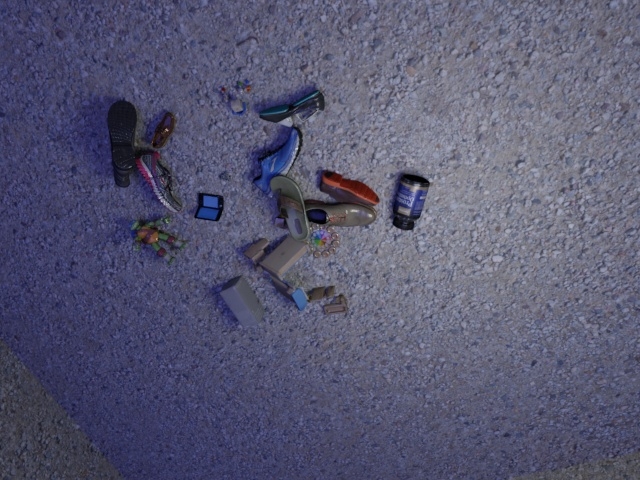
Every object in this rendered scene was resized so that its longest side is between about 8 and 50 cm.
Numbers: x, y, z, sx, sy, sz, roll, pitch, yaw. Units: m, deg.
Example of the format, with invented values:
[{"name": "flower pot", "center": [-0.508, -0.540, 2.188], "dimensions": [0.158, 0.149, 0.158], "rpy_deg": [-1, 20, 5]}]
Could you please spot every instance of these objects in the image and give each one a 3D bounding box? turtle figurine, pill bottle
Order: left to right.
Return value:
[{"name": "turtle figurine", "center": [-0.777, -0.014, 1.989], "dimensions": [0.266, 0.197, 0.275], "rpy_deg": [38, 131, -18]}, {"name": "pill bottle", "center": [0.377, -0.159, 1.793], "dimensions": [0.123, 0.122, 0.219], "rpy_deg": [12, 114, 4]}]

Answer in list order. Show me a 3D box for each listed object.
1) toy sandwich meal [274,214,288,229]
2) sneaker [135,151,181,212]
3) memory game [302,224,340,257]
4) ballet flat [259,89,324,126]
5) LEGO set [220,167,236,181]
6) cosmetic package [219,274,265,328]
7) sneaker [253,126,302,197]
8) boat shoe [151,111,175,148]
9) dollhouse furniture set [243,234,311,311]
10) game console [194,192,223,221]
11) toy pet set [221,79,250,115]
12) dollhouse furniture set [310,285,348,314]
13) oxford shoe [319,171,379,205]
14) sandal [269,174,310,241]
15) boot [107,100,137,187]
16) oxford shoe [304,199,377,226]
[{"name": "toy sandwich meal", "center": [-0.174, -0.085, 1.963], "dimensions": [0.086, 0.029, 0.085], "rpy_deg": [3, 113, 8]}, {"name": "sneaker", "center": [-0.722, -0.260, 1.934], "dimensions": [0.112, 0.121, 0.299], "rpy_deg": [-31, 116, -11]}, {"name": "memory game", "center": [0.000, 0.000, 1.982], "dimensions": [0.187, 0.012, 0.186], "rpy_deg": [3, 113, 8]}, {"name": "ballet flat", "center": [-0.112, -0.523, 1.735], "dimensions": [0.281, 0.095, 0.096], "rpy_deg": [-15, 122, 15]}, {"name": "LEGO set", "center": [-0.423, -0.295, 1.916], "dimensions": [0.054, 0.023, 0.083], "rpy_deg": [40, 113, -9]}, {"name": "cosmetic package", "center": [-0.388, 0.308, 2.115], "dimensions": [0.107, 0.127, 0.237], "rpy_deg": [-21, 110, 17]}, {"name": "sneaker", "center": [-0.189, -0.344, 1.802], "dimensions": [0.147, 0.129, 0.329], "rpy_deg": [31, 114, -7]}, {"name": "boat shoe", "center": [-0.693, -0.480, 1.860], "dimensions": [0.064, 0.060, 0.178], "rpy_deg": [33, 114, -6]}, {"name": "dollhouse furniture set", "center": [-0.160, 0.144, 2.036], "dimensions": [0.287, 0.198, 0.303], "rpy_deg": [26, 151, 39]}, {"name": "game console", "center": [-0.520, -0.156, 1.965], "dimensions": [0.122, 0.071, 0.107], "rpy_deg": [9, 114, 5]}, {"name": "toy pet set", "center": [-0.339, -0.591, 1.770], "dimensions": [0.122, 0.065, 0.114], "rpy_deg": [-12, 76, 11]}, {"name": "dollhouse furniture set", "center": [0.046, 0.315, 2.048], "dimensions": [0.144, 0.123, 0.151], "rpy_deg": [-10, 111, 13]}, {"name": "oxford shoe", "center": [0.125, -0.206, 1.841], "dimensions": [0.272, 0.096, 0.098], "rpy_deg": [26, 130, 5]}, {"name": "sandal", "center": [-0.123, -0.134, 1.779], "dimensions": [0.120, 0.086, 0.302], "rpy_deg": [-19, 100, 21]}, {"name": "boot", "center": [-0.885, -0.423, 1.868], "dimensions": [0.118, 0.337, 0.223], "rpy_deg": [5, 163, -27]}, {"name": "oxford shoe", "center": [0.073, -0.102, 1.861], "dimensions": [0.349, 0.130, 0.122], "rpy_deg": [2, 113, 8]}]
